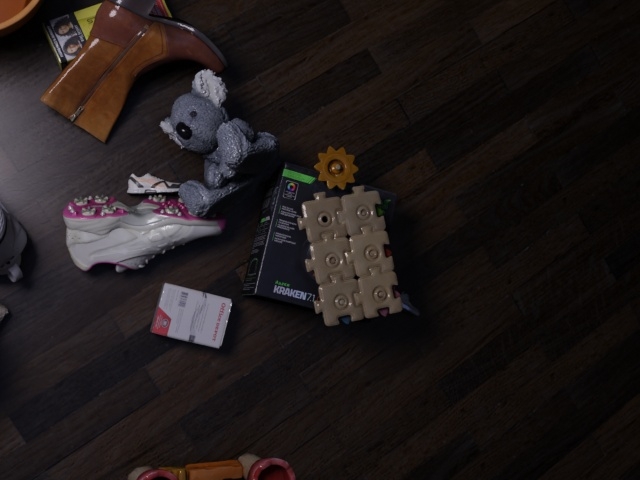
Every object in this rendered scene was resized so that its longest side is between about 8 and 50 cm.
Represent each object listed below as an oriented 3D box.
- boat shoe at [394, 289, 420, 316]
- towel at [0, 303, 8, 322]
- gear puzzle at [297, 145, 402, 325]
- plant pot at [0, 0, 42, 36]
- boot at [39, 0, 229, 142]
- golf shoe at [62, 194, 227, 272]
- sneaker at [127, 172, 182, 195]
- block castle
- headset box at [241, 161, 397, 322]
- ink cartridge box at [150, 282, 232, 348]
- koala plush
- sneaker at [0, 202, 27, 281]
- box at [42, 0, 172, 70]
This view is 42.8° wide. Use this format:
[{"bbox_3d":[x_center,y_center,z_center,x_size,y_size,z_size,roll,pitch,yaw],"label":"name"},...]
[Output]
[{"bbox_3d":[0.172,0.124,1.724,0.100,0.035,0.035,32,80,-6],"label":"boat shoe"},{"bbox_3d":[-0.710,0.191,1.444,0.187,0.049,0.282,35,76,-13],"label":"towel"},{"bbox_3d":[0.042,-0.012,1.556,0.175,0.044,0.339,-10,86,-17],"label":"gear puzzle"},{"bbox_3d":[-0.619,-0.473,1.436,0.290,0.203,0.291,1,85,-16],"label":"plant pot"},{"bbox_3d":[-0.342,-0.304,1.543,0.264,0.096,0.281,30,97,-35],"label":"boot"},{"bbox_3d":[-0.332,-0.011,1.556,0.306,0.115,0.140,0,111,-20],"label":"golf shoe"},{"bbox_3d":[-0.320,-0.110,1.587,0.109,0.040,0.044,0,84,-17],"label":"sneaker"},{"bbox_3d":[-0.190,0.624,1.468,0.302,0.212,0.454,1,86,-23],"label":"block castle"},{"bbox_3d":[0.000,0.000,1.629,0.246,0.131,0.283,16,81,-16],"label":"headset box"},{"bbox_3d":[-0.251,0.145,1.581,0.135,0.056,0.099,16,82,-15],"label":"ink cartridge box"},{"bbox_3d":[-0.202,-0.192,1.546,0.221,0.196,0.203,47,32,12],"label":"koala plush"},{"bbox_3d":[-0.651,-0.071,1.430,0.137,0.210,0.366,-41,69,-16],"label":"sneaker"},{"bbox_3d":[-0.406,-0.410,1.571,0.232,0.058,0.087,-24,94,-17],"label":"box"}]
